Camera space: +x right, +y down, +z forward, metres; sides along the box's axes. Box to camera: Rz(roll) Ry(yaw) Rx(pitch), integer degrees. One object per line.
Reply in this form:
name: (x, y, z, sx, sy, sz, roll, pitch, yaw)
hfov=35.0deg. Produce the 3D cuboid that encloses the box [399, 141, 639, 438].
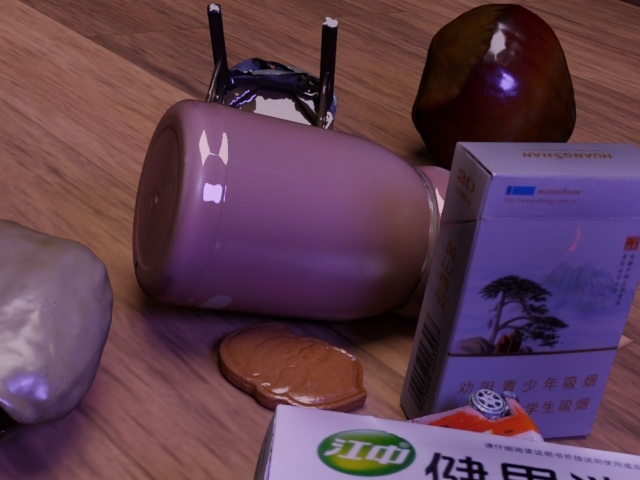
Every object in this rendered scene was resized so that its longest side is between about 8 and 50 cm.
box: (0.156, 0.042, 0.765, 0.149, 0.233, 0.067, -1, 28, -21)

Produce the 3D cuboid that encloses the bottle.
bottle: (0.000, 0.000, 0.881, 0.296, 0.173, 0.206, 10, 42, -25)

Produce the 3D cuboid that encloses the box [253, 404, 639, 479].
box: (0.118, 0.207, 0.520, 0.332, 0.145, 0.173, 9, 27, 0)

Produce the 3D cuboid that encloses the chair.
chair: (-0.062, -0.108, 1.128, 0.160, 0.319, 0.186, 8, 70, 1)

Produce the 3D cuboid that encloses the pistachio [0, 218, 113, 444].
pistachio: (-0.219, 0.063, 0.719, 0.129, 0.131, 0.206, -31, 23, 14)

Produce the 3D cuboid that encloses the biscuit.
biscuit: (-0.022, 0.104, 0.826, 0.130, 0.019, 0.102, 25, 31, 29)

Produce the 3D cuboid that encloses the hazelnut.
hazelnut: (0.226, -0.189, 1.286, 0.217, 0.217, 0.251, 11, 36, 2)

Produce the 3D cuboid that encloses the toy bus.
toy bus: (0.080, 0.159, 0.689, 0.174, 0.079, 0.077, -6, 39, -30)
